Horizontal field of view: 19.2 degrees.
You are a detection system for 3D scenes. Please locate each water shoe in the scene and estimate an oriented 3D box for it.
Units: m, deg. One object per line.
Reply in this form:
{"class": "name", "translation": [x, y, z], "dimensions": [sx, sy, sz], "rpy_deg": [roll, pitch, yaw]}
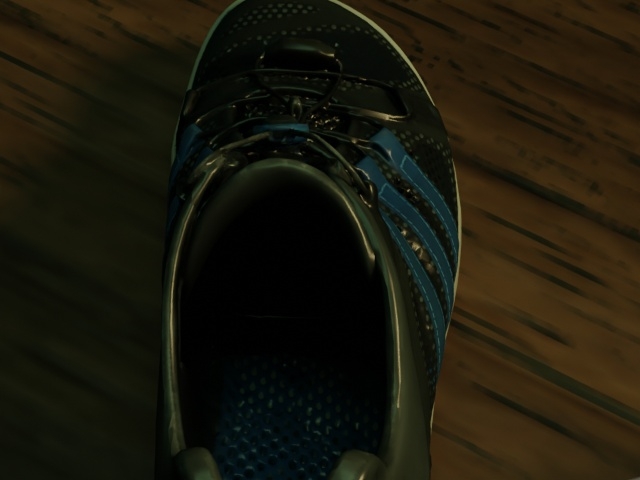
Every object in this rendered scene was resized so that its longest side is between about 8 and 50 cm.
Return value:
{"class": "water shoe", "translation": [0.000, 0.000, 0.424], "dimensions": [0.073, 0.080, 0.203], "rpy_deg": [-1, 49, -2]}

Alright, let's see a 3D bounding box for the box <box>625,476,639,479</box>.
{"class": "box", "translation": [0.195, 0.056, 0.388], "dimensions": [0.324, 0.067, 0.063], "rpy_deg": [-13, 51, -12]}
